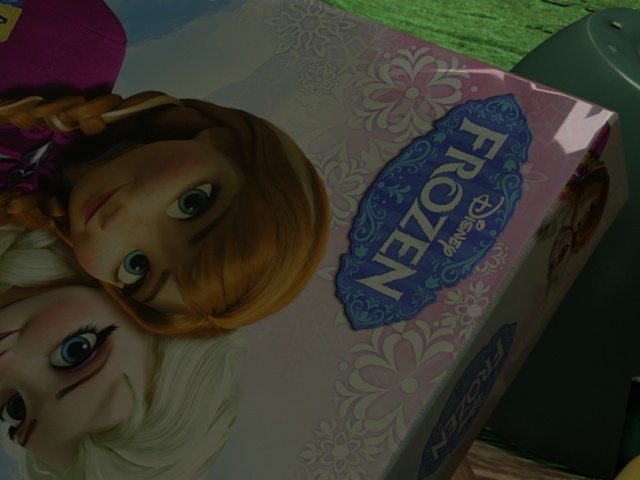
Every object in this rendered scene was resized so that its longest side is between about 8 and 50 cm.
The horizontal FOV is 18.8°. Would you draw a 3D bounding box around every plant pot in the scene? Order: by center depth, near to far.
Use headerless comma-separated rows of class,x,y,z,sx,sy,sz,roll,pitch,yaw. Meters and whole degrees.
plant pot,0.214,-0.015,1.315,0.293,0.235,0.293,18,29,-11

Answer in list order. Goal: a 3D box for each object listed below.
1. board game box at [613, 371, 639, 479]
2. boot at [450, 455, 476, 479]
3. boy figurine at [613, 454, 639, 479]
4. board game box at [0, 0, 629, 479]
board game box,0.242,0.157,1.033,0.186,0.126,0.026,25,35,31
boot,-0.062,0.064,0.904,0.220,0.109,0.283,-2,60,-39
boy figurine,0.198,0.187,0.926,0.177,0.092,0.285,11,13,-27
board game box,-0.094,0.029,0.760,0.318,0.318,0.066,23,-25,25
